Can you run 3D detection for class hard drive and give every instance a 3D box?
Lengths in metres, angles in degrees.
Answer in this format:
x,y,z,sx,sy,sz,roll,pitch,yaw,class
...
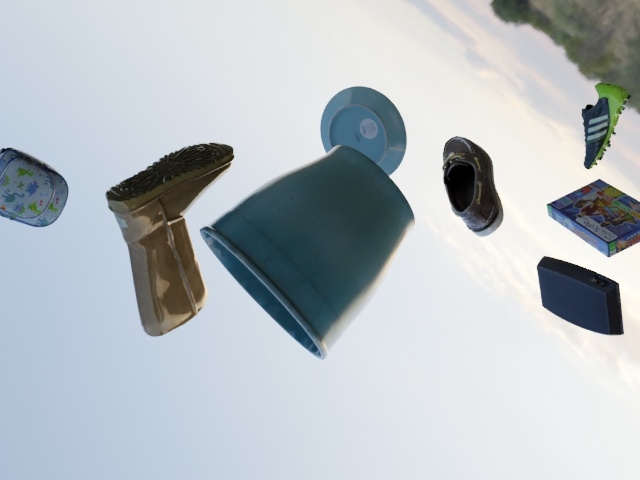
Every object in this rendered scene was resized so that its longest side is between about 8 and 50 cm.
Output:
x,y,z,sx,sy,sz,roll,pitch,yaw,class
0.672,0.147,1.883,0.054,0.171,0.255,-25,-155,-21,hard drive

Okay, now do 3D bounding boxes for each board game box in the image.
x,y,z,sx,sy,sz,roll,pitch,yaw,class
0.579,-0.050,1.468,0.201,0.136,0.035,-125,12,-57,board game box

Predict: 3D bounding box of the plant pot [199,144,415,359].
x,y,z,sx,sy,sz,roll,pitch,yaw,class
0.000,0.000,1.114,0.272,0.255,0.271,44,167,13,plant pot

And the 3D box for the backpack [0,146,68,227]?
x,y,z,sx,sy,sz,roll,pitch,yaw,class
-0.447,-0.075,1.096,0.114,0.105,0.084,28,178,-33,backpack

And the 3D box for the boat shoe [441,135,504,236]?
x,y,z,sx,sy,sz,roll,pitch,yaw,class
0.342,-0.150,1.696,0.097,0.117,0.324,34,-146,-32,boat shoe

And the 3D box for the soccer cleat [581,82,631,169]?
x,y,z,sx,sy,sz,roll,pitch,yaw,class
0.538,-0.223,1.396,0.072,0.178,0.060,28,-139,24,soccer cleat

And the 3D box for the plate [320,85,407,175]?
x,y,z,sx,sy,sz,roll,pitch,yaw,class
0.075,-0.198,1.363,0.188,0.188,0.024,44,-142,11,plate

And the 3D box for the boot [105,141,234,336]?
x,y,z,sx,sy,sz,roll,pitch,yaw,class
-0.226,-0.005,1.189,0.236,0.269,0.089,-30,-139,-27,boot
